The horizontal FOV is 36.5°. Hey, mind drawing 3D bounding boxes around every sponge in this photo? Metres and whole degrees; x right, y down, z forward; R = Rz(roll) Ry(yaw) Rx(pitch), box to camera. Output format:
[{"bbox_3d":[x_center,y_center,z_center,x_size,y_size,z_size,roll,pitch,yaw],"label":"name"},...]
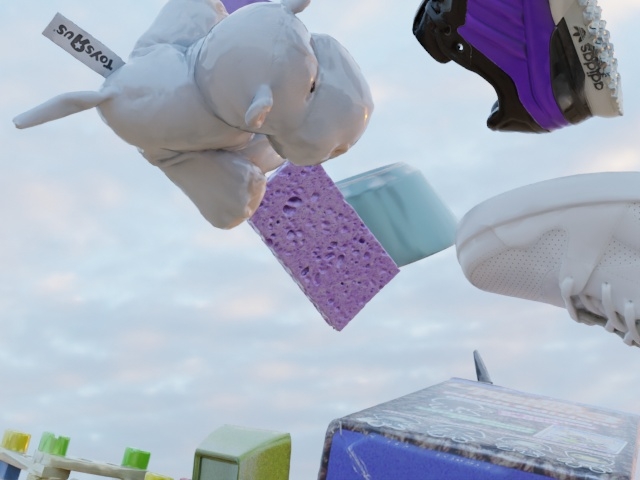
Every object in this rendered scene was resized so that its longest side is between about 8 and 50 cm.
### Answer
[{"bbox_3d":[0.000,0.000,1.226,0.210,0.117,0.031,52,-15,-16],"label":"sponge"}]

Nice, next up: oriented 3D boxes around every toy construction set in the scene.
[{"bbox_3d":[-0.202,0.273,0.922,0.215,0.151,0.327,19,3,-22],"label":"toy construction set"}]

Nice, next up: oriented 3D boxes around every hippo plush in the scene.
[{"bbox_3d":[-0.079,-0.168,0.926,0.236,0.234,0.294,-17,-36,42],"label":"hippo plush"}]

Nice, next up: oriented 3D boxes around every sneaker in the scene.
[{"bbox_3d":[0.216,0.052,0.606,0.292,0.169,0.108,-2,-30,26],"label":"sneaker"},{"bbox_3d":[0.131,-0.211,0.770,0.146,0.102,0.293,-15,-70,27],"label":"sneaker"}]

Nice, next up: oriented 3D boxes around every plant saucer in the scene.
[{"bbox_3d":[-0.097,0.293,1.028,0.045,0.189,0.188,9,-11,-27],"label":"plant saucer"}]

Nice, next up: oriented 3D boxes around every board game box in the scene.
[{"bbox_3d":[0.096,0.214,0.566,0.141,0.232,0.291,10,-1,20],"label":"board game box"}]

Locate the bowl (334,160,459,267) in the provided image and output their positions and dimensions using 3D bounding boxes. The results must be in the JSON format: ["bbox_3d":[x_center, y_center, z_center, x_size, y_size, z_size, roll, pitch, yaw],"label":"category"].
[{"bbox_3d":[0.092,-0.040,1.754,0.311,0.163,0.311,-19,5,2],"label":"bowl"}]

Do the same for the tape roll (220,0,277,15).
[{"bbox_3d":[-0.122,-0.282,1.401,0.188,0.080,0.189,8,-11,2],"label":"tape roll"}]

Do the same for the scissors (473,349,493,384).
[{"bbox_3d":[0.256,0.227,1.430,0.109,0.021,0.297,-7,17,20],"label":"scissors"}]
